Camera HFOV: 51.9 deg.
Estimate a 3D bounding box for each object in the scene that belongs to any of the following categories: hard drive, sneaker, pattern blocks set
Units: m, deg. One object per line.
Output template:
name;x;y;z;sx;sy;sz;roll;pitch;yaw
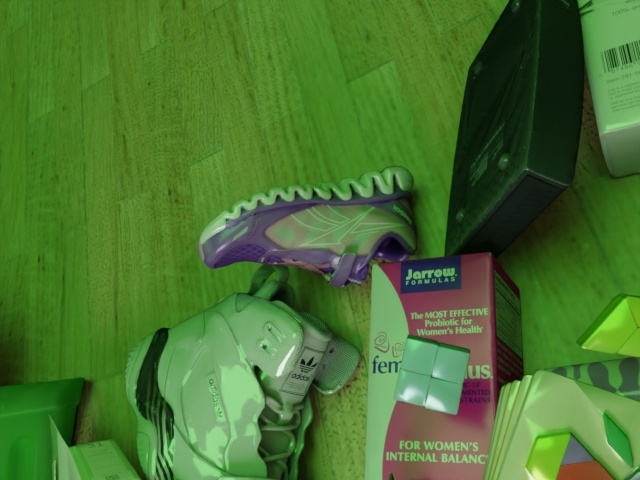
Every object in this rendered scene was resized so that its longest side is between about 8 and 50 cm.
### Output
hard drive;0.173;-0.112;0.591;0.054;0.172;0.254;17;58;-5
sneaker;-0.053;0.192;0.619;0.210;0.137;0.365;-39;53;14
pattern blocks set;0.200;0.178;0.435;0.325;0.026;0.285;2;92;9
sneaker;0.000;0.000;0.652;0.237;0.095;0.104;-13;77;-20

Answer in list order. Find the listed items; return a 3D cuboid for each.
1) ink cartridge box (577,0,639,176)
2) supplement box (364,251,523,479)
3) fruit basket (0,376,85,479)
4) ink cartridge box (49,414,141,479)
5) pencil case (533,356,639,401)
ink cartridge box;0.320;-0.187;0.588;0.160;0.093;0.219;-11;64;26
supplement box;0.111;0.133;0.567;0.111;0.114;0.219;-8;65;27
fruit basket;-0.497;0.176;0.743;0.283;0.392;0.391;-18;62;23
ink cartridge box;-0.236;0.291;0.684;0.235;0.056;0.171;8;100;62
pencil case;0.263;0.128;0.495;0.206;0.086;0.088;-15;59;24
